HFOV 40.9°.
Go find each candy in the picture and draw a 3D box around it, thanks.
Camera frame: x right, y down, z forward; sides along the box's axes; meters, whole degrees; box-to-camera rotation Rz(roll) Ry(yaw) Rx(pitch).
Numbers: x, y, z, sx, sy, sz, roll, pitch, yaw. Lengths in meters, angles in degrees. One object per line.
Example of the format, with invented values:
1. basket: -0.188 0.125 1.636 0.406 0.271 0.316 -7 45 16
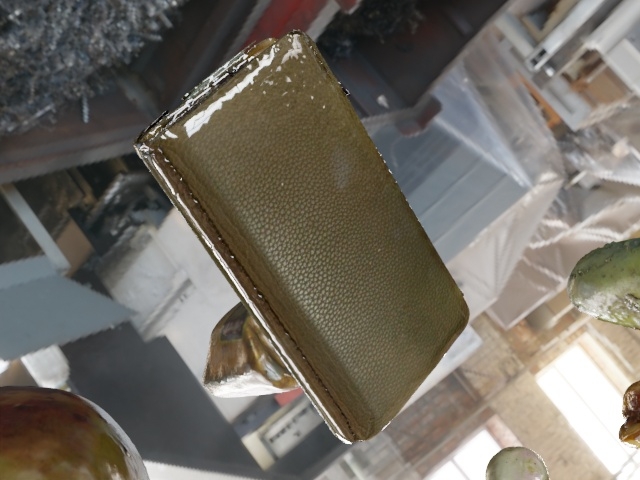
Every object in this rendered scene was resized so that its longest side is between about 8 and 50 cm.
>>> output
1. candy: -0.012 0.061 0.938 0.271 0.101 0.143 -49 -164 -32

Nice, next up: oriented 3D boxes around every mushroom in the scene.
1. mushroom: 0.258 0.314 1.129 0.083 0.083 0.067 -32 146 -26

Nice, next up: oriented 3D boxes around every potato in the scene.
1. potato: 0.347 0.052 0.878 0.054 0.198 0.119 -54 138 -43

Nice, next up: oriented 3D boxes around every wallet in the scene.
1. wallet: 0.000 0.000 0.439 0.110 0.198 0.031 -45 -154 -26

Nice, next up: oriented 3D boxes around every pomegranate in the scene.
1. pomegranate: -0.267 0.285 0.710 0.291 0.323 0.291 -6 -162 2

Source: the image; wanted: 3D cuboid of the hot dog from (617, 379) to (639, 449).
1. hot dog: 0.445 0.190 1.007 0.249 0.068 0.100 -47 -158 57
